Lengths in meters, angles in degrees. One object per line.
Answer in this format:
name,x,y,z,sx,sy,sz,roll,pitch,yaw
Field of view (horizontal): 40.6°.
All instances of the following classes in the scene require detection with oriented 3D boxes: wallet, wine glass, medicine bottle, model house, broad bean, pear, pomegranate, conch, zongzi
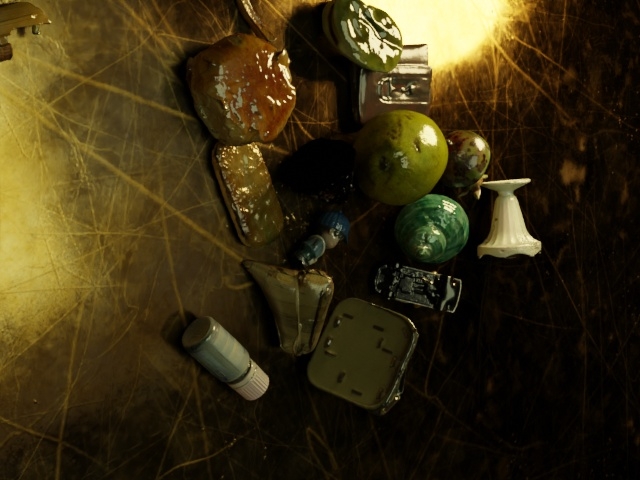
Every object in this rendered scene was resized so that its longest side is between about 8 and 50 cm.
wallet,0.160,-0.353,1.962,0.229,0.049,0.182,-11,105,-37
wine glass,0.472,-0.055,2.204,0.165,0.165,0.196,-9,94,-39
medicine bottle,-0.185,0.240,1.723,0.083,0.083,0.203,-54,124,-22
model house,0.117,0.283,1.956,0.218,0.205,0.278,-63,158,-13
broad bean,0.097,-0.438,1.851,0.207,0.072,0.153,31,72,-24
pear,0.168,-0.180,1.878,0.269,0.212,0.212,-49,133,-70
pomegranate,0.338,-0.183,2.089,0.148,0.148,0.169,-45,147,-27
conch,0.264,-0.015,2.036,0.202,0.134,0.196,-31,114,-34
zongzi,-0.083,0.138,1.807,0.197,0.099,0.194,11,104,-10

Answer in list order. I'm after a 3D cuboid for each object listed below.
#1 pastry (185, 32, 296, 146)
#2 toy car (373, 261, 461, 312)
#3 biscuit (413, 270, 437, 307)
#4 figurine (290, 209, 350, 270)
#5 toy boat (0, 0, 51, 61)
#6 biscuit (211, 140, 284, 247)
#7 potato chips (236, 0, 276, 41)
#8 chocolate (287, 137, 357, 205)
pastry,-0.155,-0.291,1.664,0.229,0.100,0.218,24,77,-38
toy car,0.222,0.107,2.040,0.210,0.108,0.089,13,91,-6
biscuit,0.258,0.120,2.126,0.083,0.018,0.081,-9,101,-40
figurine,0.000,0.000,1.863,0.149,0.086,0.087,-38,95,-18
toy boat,-0.534,-0.320,1.370,0.226,0.068,0.088,-29,118,-37
biscuit,-0.146,-0.100,1.748,0.118,0.029,0.247,-34,115,-37
potato chips,-0.150,-0.477,1.694,0.026,0.037,0.204,-46,117,-38
chocolate,0.020,-0.123,1.824,0.156,0.156,0.133,-49,141,-24
